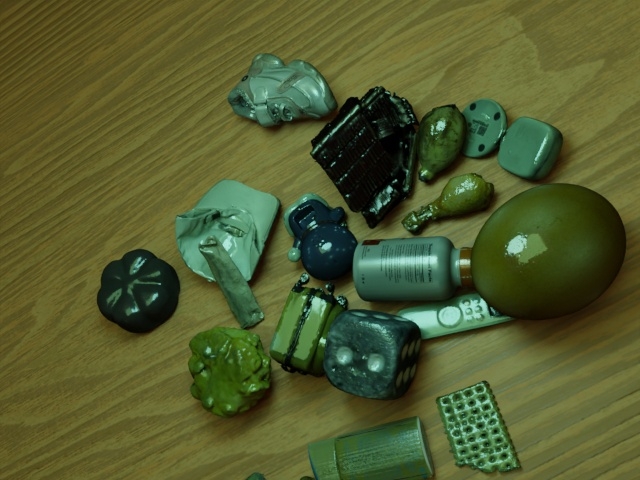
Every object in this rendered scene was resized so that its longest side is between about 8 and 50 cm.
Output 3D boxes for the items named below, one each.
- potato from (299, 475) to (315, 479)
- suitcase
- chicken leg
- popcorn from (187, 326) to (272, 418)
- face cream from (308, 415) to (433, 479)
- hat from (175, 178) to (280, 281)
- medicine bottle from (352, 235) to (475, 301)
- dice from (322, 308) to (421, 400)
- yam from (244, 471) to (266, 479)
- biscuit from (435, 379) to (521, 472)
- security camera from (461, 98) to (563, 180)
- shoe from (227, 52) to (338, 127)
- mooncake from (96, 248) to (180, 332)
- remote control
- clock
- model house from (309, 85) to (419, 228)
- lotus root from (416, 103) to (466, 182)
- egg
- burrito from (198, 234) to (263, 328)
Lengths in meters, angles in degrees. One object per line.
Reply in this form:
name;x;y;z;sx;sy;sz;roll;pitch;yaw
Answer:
potato;-0.024;0.602;1.568;0.051;0.040;0.083;-44;58;16
suitcase;-0.017;0.223;1.630;0.143;0.194;0.235;17;77;17
chicken leg;0.323;-0.090;1.679;0.251;0.087;0.107;-30;69;15
popcorn;-0.236;0.336;1.699;0.266;0.192;0.233;-29;75;37
face cream;0.112;0.511;1.532;0.284;0.067;0.140;-18;63;14
hat;-0.252;-0.034;1.876;0.257;0.168;0.301;25;55;6
medicine bottle;0.235;0.070;1.606;0.288;0.157;0.157;-3;69;21
dice;0.125;0.264;1.538;0.183;0.182;0.182;10;95;27
yam;-0.193;0.703;1.512;0.271;0.202;0.202;-34;96;1
biscuit;0.351;0.433;1.493;0.143;0.016;0.203;-22;62;13
security camera;0.474;-0.261;1.685;0.301;0.080;0.157;36;108;43
shoe;-0.113;-0.411;1.933;0.350;0.172;0.198;26;71;41
mooncake;-0.534;0.148;1.917;0.244;0.133;0.245;-5;67;13
remote control;0.336;0.181;1.588;0.309;0.038;0.090;-14;65;17
clock;0.000;0.000;1.746;0.199;0.146;0.243;-35;53;2
model house;0.133;-0.251;1.705;0.317;0.282;0.297;-43;60;3
lotus root;0.310;-0.254;1.719;0.138;0.138;0.214;25;108;29
egg;0.493;0.026;1.436;0.351;0.283;0.283;-30;59;-16
burrito;-0.247;0.111;1.773;0.082;0.059;0.275;-27;105;8
